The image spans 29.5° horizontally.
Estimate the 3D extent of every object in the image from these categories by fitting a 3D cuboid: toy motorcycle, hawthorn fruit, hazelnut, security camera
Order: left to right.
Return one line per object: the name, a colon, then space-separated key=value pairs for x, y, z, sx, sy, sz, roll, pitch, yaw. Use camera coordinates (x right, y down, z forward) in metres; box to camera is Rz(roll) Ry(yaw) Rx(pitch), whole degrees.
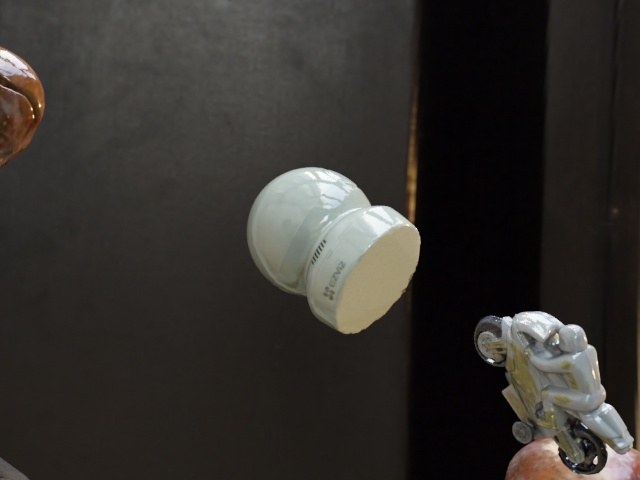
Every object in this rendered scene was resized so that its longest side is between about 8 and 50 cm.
hazelnut: x=-0.378 y=-0.140 z=1.340 sx=0.154 sy=0.143 sz=0.143 roll=-48 pitch=-165 yaw=-8
security camera: x=0.000 y=0.000 z=1.729 sx=0.236 sy=0.195 sz=0.194 roll=33 pitch=-53 yaw=29
toy motorcycle: x=0.273 y=0.161 z=1.411 sx=0.228 sy=0.074 sz=0.151 roll=54 pitch=-43 yaw=20
hawthorn fruit: x=0.354 y=0.367 z=1.584 sx=0.235 sy=0.263 sz=0.231 roll=-83 pitch=175 yaw=-54

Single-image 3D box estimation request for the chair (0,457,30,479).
chair: x=-0.395 y=0.247 z=0.969 sx=0.416 sy=0.203 sz=0.240 roll=16 pitch=-83 yaw=55
